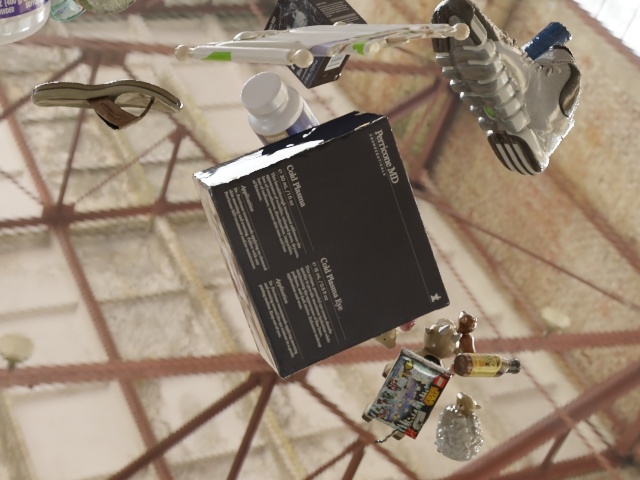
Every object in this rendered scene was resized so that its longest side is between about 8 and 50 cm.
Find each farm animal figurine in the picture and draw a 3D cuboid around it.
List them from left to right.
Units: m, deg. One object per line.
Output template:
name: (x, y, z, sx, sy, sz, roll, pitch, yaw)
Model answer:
farm animal figurine: (0.166, 0.211, 2.173, 0.330, 0.172, 0.327, 19, -122, -16)

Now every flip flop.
flip flop: (-0.383, -0.238, 2.140, 0.277, 0.080, 0.112, 2, 169, 1)

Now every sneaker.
sneaker: (0.213, -0.194, 1.300, 0.132, 0.229, 0.086, -45, -148, -21)

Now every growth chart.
growth chart: (0.011, -0.181, 1.076, 0.172, 0.021, 0.237, 12, -159, 41)

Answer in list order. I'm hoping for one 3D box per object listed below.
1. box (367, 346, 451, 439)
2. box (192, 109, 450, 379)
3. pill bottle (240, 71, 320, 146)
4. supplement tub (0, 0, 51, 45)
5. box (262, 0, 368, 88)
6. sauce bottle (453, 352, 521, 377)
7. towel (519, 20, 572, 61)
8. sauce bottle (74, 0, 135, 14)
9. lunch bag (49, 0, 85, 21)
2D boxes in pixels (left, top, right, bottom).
box: (0.149, 0.258, 2.004, 0.094, 0.137, 0.027, 27, -155, 3)
box: (0.000, 0.000, 1.974, 0.312, 0.343, 0.179, -22, -166, -10)
pill bottle: (-0.073, -0.226, 2.232, 0.112, 0.112, 0.187, 55, -178, 41)
supplement tub: (-0.444, -0.405, 1.372, 0.241, 0.331, 0.241, 1, -154, 0)
box: (-0.015, -0.409, 2.323, 0.093, 0.156, 0.158, -23, -115, -41)
sauce bottle: (0.284, 0.211, 2.012, 0.128, 0.042, 0.042, 4, -144, -35)
towel: (0.239, -0.212, 1.395, 0.029, 0.119, 0.067, 51, -171, -4)
sauce bottle: (-0.358, -0.424, 1.651, 0.111, 0.111, 0.344, -4, -147, -34)
lunch bag: (-0.482, -0.587, 2.386, 0.279, 0.224, 0.108, -43, -127, -16)
